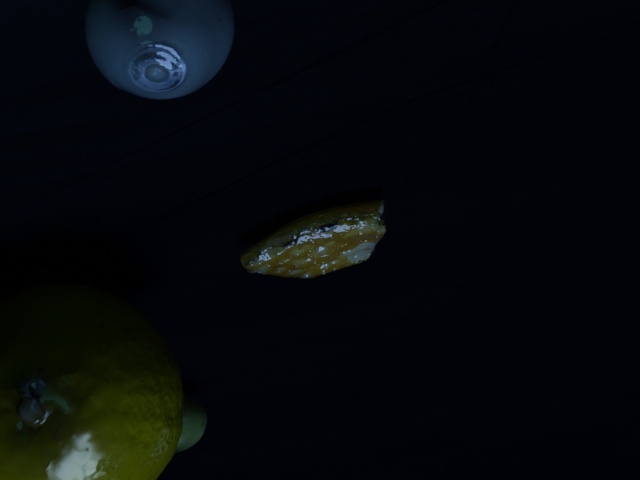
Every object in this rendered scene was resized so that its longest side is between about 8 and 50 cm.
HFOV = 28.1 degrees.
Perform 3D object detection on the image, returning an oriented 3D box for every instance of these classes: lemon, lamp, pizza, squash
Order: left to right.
[{"bbox_3d":[-0.254,0.156,1.236,0.241,0.240,0.219,-15,169,0],"label":"lemon"},{"bbox_3d":[-0.262,0.228,1.581,0.250,0.083,0.083,1,150,-22],"label":"squash"},{"bbox_3d":[-0.111,-0.149,0.885,0.105,0.105,0.105,-12,154,-6],"label":"lamp"},{"bbox_3d":[0.000,-0.001,1.307,0.160,0.035,0.099,-20,153,12],"label":"pizza"}]
